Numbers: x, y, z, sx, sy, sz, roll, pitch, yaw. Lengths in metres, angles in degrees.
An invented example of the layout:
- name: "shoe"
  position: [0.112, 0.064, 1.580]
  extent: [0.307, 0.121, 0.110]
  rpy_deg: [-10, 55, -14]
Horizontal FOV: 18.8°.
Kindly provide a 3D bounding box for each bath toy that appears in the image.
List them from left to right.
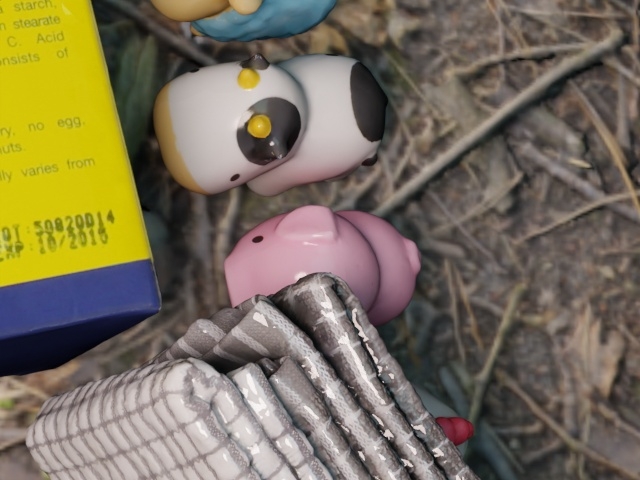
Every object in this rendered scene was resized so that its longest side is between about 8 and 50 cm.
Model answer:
- name: "bath toy"
  position: [0.000, 0.000, 1.113]
  extent: [0.151, 0.129, 0.348]
  rpy_deg: [-14, 84, -26]

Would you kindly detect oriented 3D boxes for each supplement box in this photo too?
- name: "supplement box"
  position: [-0.237, -0.101, 0.996]
  extent: [0.194, 0.195, 0.356]
  rpy_deg: [-10, 83, -26]

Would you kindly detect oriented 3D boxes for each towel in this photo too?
- name: "towel"
  position: [-0.008, 0.165, 1.011]
  extent: [0.121, 0.235, 0.283]
  rpy_deg: [-37, 95, -30]
